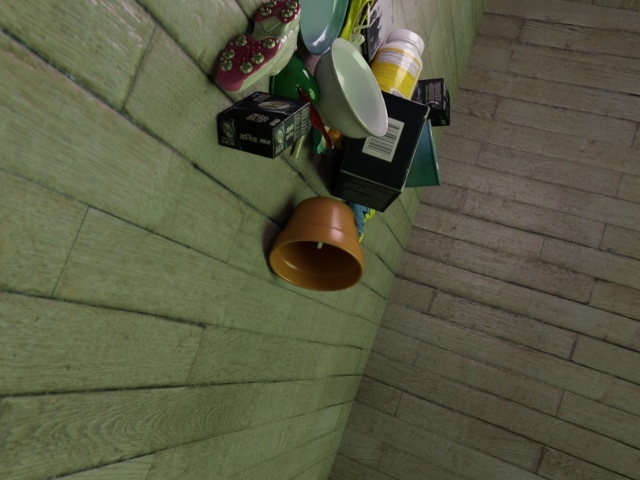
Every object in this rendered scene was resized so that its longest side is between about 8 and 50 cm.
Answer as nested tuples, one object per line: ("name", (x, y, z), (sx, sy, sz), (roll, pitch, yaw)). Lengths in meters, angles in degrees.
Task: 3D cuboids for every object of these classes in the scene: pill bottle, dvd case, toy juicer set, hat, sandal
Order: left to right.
("hat", (-0.013, -0.390, 1.442), (0.173, 0.183, 0.209), (-52, 152, -46))
("toy juicer set", (0.029, -0.372, 1.715), (0.329, 0.089, 0.209), (-33, 136, -61))
("sandal", (0.130, -0.101, 2.196), (0.317, 0.126, 0.138), (-64, 157, -47))
("dvd case", (0.202, -0.775, 1.937), (0.179, 0.029, 0.239), (77, 35, -55))
("pill bottle", (0.261, -0.592, 2.013), (0.334, 0.187, 0.188), (-68, 160, -14))

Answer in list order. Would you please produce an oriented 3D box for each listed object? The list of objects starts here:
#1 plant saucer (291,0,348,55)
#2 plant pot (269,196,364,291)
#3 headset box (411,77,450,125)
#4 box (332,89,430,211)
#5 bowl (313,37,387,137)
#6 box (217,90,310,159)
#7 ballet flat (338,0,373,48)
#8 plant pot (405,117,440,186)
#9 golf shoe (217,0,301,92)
("plant saucer", (-0.001, -0.661, 1.461), (0.317, 0.043, 0.318), (18, 90, -71))
("plant pot", (0.000, 0.000, 1.713), (0.291, 0.290, 0.204), (78, 18, -55))
("headset box", (0.375, -0.551, 2.243), (0.246, 0.283, 0.131), (11, 80, -72))
("box", (0.192, -0.291, 1.881), (0.395, 0.212, 0.294), (112, -3, -83))
("bowl", (0.064, -0.410, 1.573), (0.298, 0.134, 0.298), (39, 40, -42))
("box", (-0.129, -0.273, 1.280), (0.180, 0.147, 0.078), (-49, 150, -48))
("ballet flat", (0.107, -0.655, 1.706), (0.077, 0.077, 0.231), (20, 87, -71))
("plant pot", (0.336, -0.331, 2.213), (0.271, 0.255, 0.272), (-10, 90, -76))
("golf shoe", (-0.125, -0.412, 1.236), (0.306, 0.115, 0.140), (-60, 160, -30))
